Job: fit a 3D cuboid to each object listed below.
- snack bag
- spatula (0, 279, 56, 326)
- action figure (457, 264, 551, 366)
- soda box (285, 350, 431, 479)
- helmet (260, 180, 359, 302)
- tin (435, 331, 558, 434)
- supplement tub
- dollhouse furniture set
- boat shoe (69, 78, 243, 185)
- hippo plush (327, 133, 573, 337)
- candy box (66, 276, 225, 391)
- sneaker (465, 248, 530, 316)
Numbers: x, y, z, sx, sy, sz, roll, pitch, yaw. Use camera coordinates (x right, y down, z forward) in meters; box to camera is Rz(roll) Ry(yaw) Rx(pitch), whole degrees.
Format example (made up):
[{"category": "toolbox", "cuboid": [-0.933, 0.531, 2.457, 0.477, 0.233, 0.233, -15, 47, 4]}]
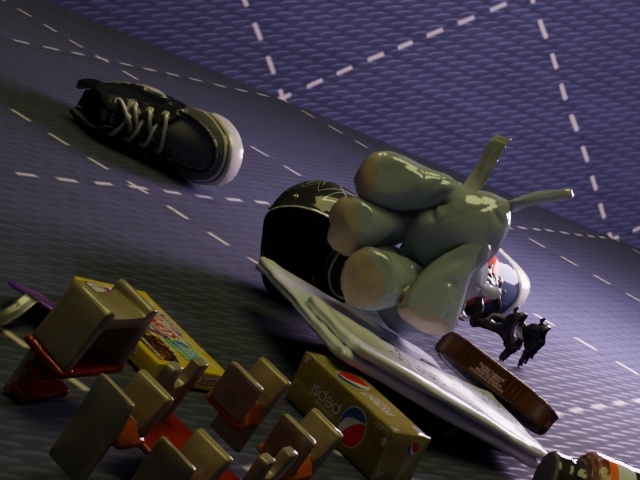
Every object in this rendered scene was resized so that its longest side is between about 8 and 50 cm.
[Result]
[{"category": "snack bag", "cuboid": [0.097, 0.144, 1.928, 0.323, 0.037, 0.342, 31, 5, -26]}, {"category": "spatula", "cuboid": [-0.322, 0.075, 1.551, 0.084, 0.030, 0.296, 31, 13, 15]}, {"category": "action figure", "cuboid": [0.219, 0.077, 2.378, 0.276, 0.141, 0.164, 49, 24, 26]}, {"category": "soda box", "cuboid": [0.038, 0.193, 1.691, 0.058, 0.061, 0.181, 15, 16, -39]}, {"category": "helmet", "cuboid": [0.000, 0.000, 2.119, 0.169, 0.161, 0.169, 5, -5, 0]}, {"category": "tin", "cuboid": [0.231, 0.189, 2.046, 0.189, 0.040, 0.106, 37, -5, 21]}, {"category": "supplement tub", "cuboid": [0.334, 0.301, 1.716, 0.198, 0.106, 0.106, 23, 12, -10]}, {"category": "dollhouse furniture set", "cuboid": [-0.149, 0.165, 1.379, 0.259, 0.135, 0.262, 42, 18, 21]}, {"category": "boat shoe", "cuboid": [-0.282, -0.181, 2.558, 0.158, 0.127, 0.340, 5, 14, -41]}, {"category": "hippo plush", "cuboid": [0.138, 0.001, 2.044, 0.234, 0.294, 0.236, 41, -11, 10]}, {"category": "candy box", "cuboid": [-0.191, 0.103, 1.703, 0.105, 0.027, 0.206, 18, 14, -43]}, {"category": "sneaker", "cuboid": [0.212, 0.006, 2.666, 0.148, 0.131, 0.350, 21, 12, -40]}]
